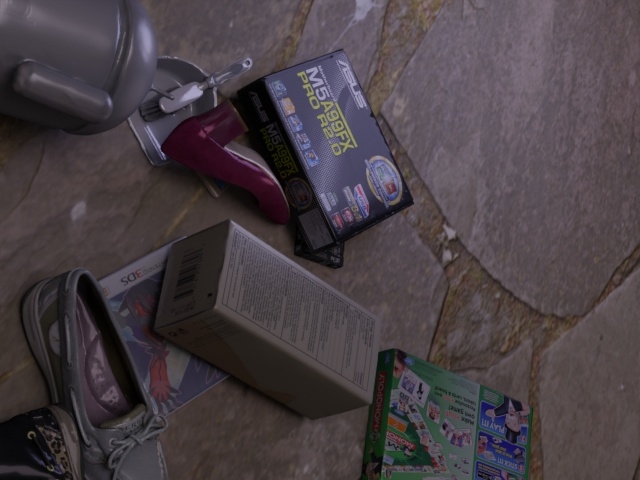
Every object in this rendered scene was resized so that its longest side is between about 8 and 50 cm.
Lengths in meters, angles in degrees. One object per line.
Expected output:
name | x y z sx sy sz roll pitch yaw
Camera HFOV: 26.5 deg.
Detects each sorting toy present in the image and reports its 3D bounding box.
sorting toy | -0.154 -0.110 1.947 0.083 0.012 0.062 56 49 -14

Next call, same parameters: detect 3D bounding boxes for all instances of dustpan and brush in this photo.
dustpan and brush | -0.181 -0.211 1.922 0.211 0.060 0.147 -35 101 -42

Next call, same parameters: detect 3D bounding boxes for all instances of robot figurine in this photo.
robot figurine | -0.350 -0.247 1.686 0.353 0.200 0.300 15 33 -38

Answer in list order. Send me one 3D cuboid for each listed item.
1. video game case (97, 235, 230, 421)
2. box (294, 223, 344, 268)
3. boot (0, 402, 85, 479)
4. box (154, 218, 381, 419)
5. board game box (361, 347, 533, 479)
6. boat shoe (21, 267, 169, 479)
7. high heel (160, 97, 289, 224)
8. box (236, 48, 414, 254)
video game case | -0.205 0.117 1.824 0.183 0.023 0.201 -31 98 -43
box | 0.000 0.000 2.046 0.083 0.018 0.067 19 65 -37
boot | -0.358 0.316 1.588 0.179 0.085 0.236 -4 76 -39
box | -0.064 0.115 1.854 0.311 0.121 0.148 36 48 -35
board game box | 0.204 0.317 2.110 0.317 0.046 0.213 26 62 -34
boat shoe | -0.268 0.190 1.690 0.118 0.103 0.320 -20 90 -43
high heel | -0.129 -0.086 1.921 0.082 0.117 0.244 56 -3 41
box | 0.012 -0.138 2.051 0.216 0.060 0.270 -27 93 -49
